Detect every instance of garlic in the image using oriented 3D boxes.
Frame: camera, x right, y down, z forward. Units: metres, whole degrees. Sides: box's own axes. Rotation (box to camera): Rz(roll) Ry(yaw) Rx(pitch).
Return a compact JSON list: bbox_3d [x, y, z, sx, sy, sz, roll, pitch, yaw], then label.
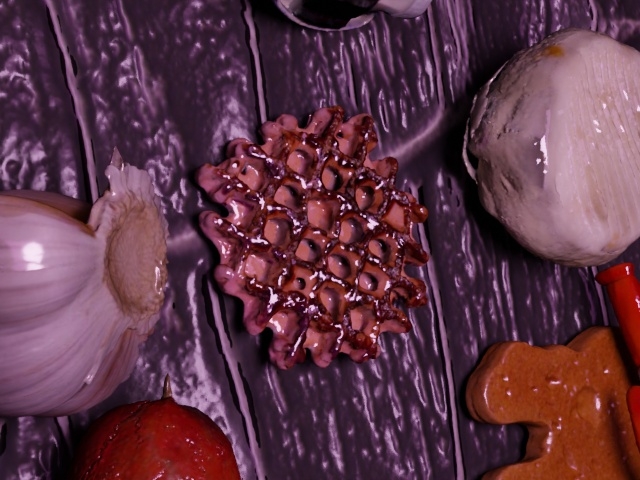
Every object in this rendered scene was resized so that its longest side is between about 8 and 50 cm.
[{"bbox_3d":[-0.208,-0.008,0.828,0.207,0.207,0.257,-10,66,-34],"label":"garlic"}]

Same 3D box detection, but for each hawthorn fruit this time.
[{"bbox_3d":[-0.126,0.186,0.872,0.148,0.148,0.172,11,65,-32],"label":"hawthorn fruit"}]

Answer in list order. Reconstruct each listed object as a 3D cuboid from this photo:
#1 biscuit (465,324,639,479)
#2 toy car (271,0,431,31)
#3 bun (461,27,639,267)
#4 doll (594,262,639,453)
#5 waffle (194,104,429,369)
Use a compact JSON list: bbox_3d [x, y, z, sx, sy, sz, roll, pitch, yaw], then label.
[{"bbox_3d":[0.284,0.191,1.193,0.334,0.047,0.202,-5,84,-32],"label":"biscuit"},{"bbox_3d":[0.033,-0.305,1.015,0.172,0.235,0.158,3,42,-52],"label":"toy car"},{"bbox_3d":[0.239,-0.090,1.148,0.239,0.141,0.239,2,86,-38],"label":"bun"},{"bbox_3d":[0.387,0.206,1.165,0.188,0.099,0.384,3,67,-31],"label":"doll"},{"bbox_3d":[0.000,0.000,1.030,0.221,0.055,0.234,-25,92,-32],"label":"waffle"}]
